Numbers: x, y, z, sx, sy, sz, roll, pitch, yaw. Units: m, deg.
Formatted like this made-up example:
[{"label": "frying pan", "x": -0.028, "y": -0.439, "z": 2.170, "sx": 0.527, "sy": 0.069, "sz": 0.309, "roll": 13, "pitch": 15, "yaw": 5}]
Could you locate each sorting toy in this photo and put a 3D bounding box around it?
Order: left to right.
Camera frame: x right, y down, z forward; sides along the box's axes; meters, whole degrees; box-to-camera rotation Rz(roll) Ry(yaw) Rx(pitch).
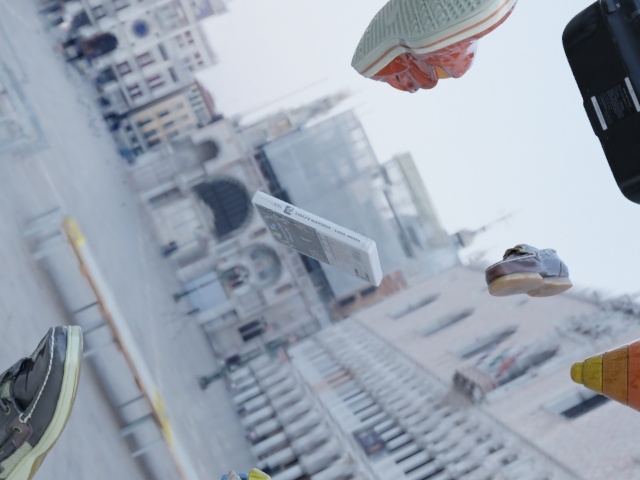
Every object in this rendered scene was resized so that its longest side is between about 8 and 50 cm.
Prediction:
[{"label": "sorting toy", "x": 0.359, "y": 0.277, "z": 1.229, "sx": 0.127, "sy": 0.126, "sz": 0.365, "roll": -32, "pitch": 121, "yaw": -70}]

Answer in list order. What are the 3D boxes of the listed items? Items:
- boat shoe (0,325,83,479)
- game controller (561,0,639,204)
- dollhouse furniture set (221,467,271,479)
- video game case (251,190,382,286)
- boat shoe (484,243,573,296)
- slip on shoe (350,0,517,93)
[{"label": "boat shoe", "x": -0.271, "y": 0.153, "z": 0.931, "sx": 0.080, "sy": 0.073, "sz": 0.223, "roll": -96, "pitch": -151, "yaw": -43}, {"label": "game controller", "x": 0.466, "y": -0.214, "z": 1.556, "sx": 0.166, "sy": 0.067, "sz": 0.319, "roll": -34, "pitch": -108, "yaw": 61}, {"label": "dollhouse furniture set", "x": -0.055, "y": 0.531, "z": 1.551, "sx": 0.286, "sy": 0.198, "sz": 0.303, "roll": -68, "pitch": 141, "yaw": -51}, {"label": "video game case", "x": 0.000, "y": 0.000, "z": 1.429, "sx": 0.173, "sy": 0.022, "sz": 0.190, "roll": 23, "pitch": -11, "yaw": 12}, {"label": "boat shoe", "x": 0.293, "y": 0.041, "z": 1.504, "sx": 0.207, "sy": 0.073, "sz": 0.073, "roll": 7, "pitch": 62, "yaw": -54}, {"label": "slip on shoe", "x": 0.135, "y": -0.230, "z": 1.131, "sx": 0.101, "sy": 0.123, "sz": 0.331, "roll": 27, "pitch": -12, "yaw": -14}]
